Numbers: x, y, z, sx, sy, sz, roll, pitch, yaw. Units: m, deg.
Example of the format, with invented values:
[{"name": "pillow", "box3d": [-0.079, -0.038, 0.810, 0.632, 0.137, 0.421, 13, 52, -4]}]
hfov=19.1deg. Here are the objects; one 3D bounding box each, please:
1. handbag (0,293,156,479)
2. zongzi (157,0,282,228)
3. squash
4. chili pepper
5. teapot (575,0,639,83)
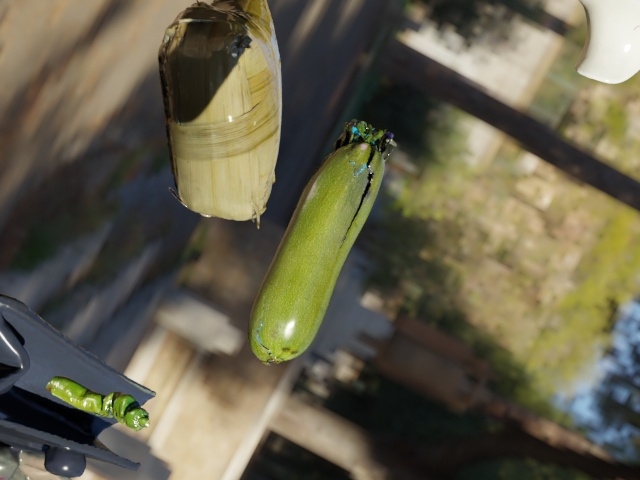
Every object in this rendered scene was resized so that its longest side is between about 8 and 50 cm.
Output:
[{"name": "handbag", "box3d": [-0.320, 0.141, 1.553, 0.269, 0.325, 0.118, 37, 57, -52]}, {"name": "zongzi", "box3d": [-0.076, -0.129, 1.698, 0.197, 0.099, 0.194, -62, 152, -66]}, {"name": "squash", "box3d": [0.000, 0.000, 1.283, 0.183, 0.052, 0.052, -64, -178, -13]}, {"name": "chili pepper", "box3d": [-0.144, 0.109, 1.261, 0.022, 0.083, 0.027, -55, 151, -33]}, {"name": "teapot", "box3d": [0.329, -0.268, 1.758, 0.299, 0.208, 0.166, -33, 127, -46]}]
